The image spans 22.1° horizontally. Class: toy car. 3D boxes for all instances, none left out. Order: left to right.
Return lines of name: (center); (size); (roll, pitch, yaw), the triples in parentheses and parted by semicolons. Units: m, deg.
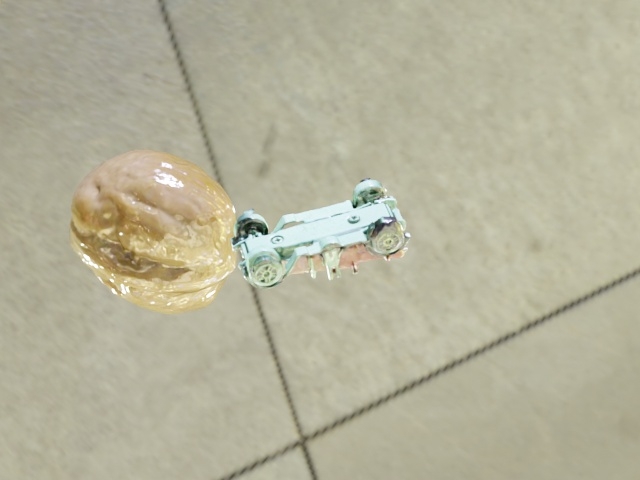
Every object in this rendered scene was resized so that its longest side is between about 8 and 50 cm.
toy car: (0.000, 0.000, 1.349); (0.143, 0.073, 0.054); (-16, 128, -6)

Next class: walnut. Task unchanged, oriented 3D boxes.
walnut: (-0.151, -0.010, 1.506); (0.167, 0.166, 0.149); (61, 41, -24)
